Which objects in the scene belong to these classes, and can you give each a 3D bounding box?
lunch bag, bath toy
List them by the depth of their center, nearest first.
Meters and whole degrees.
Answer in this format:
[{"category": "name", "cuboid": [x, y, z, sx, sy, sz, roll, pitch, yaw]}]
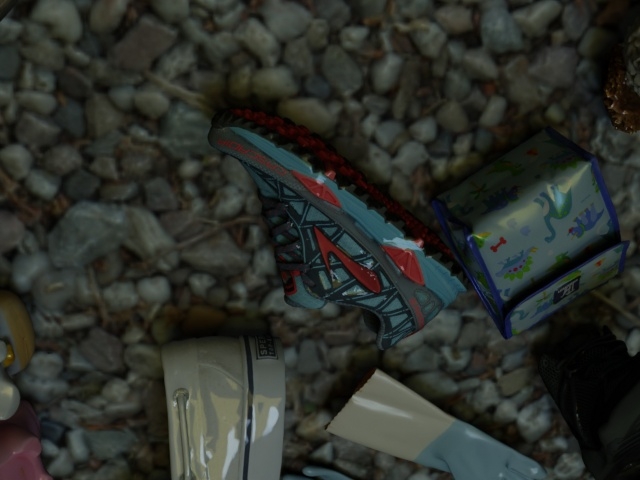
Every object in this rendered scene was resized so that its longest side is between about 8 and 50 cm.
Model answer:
[{"category": "bath toy", "cuboid": [-0.283, 0.165, 0.764, 0.128, 0.151, 0.349, 4, 115, 27]}, {"category": "lunch bag", "cuboid": [0.188, 0.003, 0.805, 0.128, 0.096, 0.151, -30, 124, -1]}]

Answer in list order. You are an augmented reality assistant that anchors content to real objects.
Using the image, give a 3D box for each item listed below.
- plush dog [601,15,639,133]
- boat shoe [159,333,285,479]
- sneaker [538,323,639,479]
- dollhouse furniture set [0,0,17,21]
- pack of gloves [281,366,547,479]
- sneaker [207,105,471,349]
[{"category": "plush dog", "cuboid": [0.350, -0.144, 0.734, 0.225, 0.262, 0.211, 9, 73, -21]}, {"category": "boat shoe", "cuboid": [-0.122, 0.259, 0.812, 0.156, 0.136, 0.367, 3, 104, -10]}, {"category": "sneaker", "cuboid": [0.247, 0.121, 0.804, 0.087, 0.227, 0.130, -26, 65, -5]}, {"category": "dollhouse furniture set", "cuboid": [-0.369, -0.169, 0.662, 0.212, 0.161, 0.242, 42, 75, -18]}, {"category": "pack of gloves", "cuboid": [0.087, 0.233, 0.895, 0.232, 0.046, 0.195, 32, 113, -15]}, {"category": "sneaker", "cuboid": [0.000, 0.000, 0.766, 0.262, 0.104, 0.125, 38, 100, -17]}]
